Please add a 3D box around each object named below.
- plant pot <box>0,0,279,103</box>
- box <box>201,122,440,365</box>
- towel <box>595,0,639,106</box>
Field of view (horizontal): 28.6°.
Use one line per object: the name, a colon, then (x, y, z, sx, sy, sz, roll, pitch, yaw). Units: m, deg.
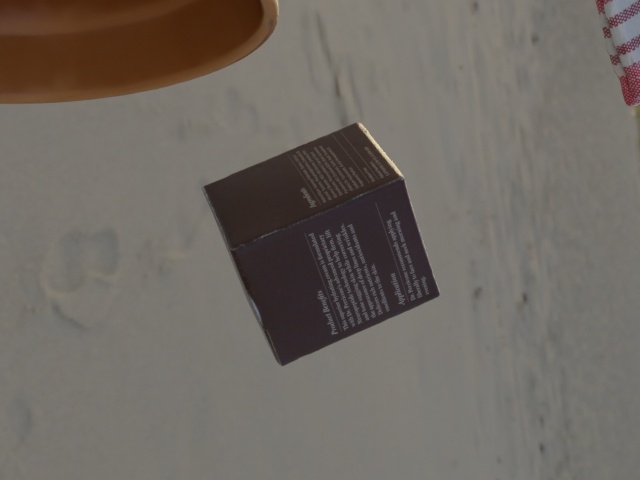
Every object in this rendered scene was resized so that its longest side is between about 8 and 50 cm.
plant pot: (-0.177, -0.218, 0.758, 0.291, 0.291, 0.203, 42, 42, -77)
box: (0.000, 0.000, 1.419, 0.167, 0.203, 0.168, -121, -170, -58)
towel: (0.176, -0.183, 0.619, 0.029, 0.144, 0.197, 22, -41, 62)
